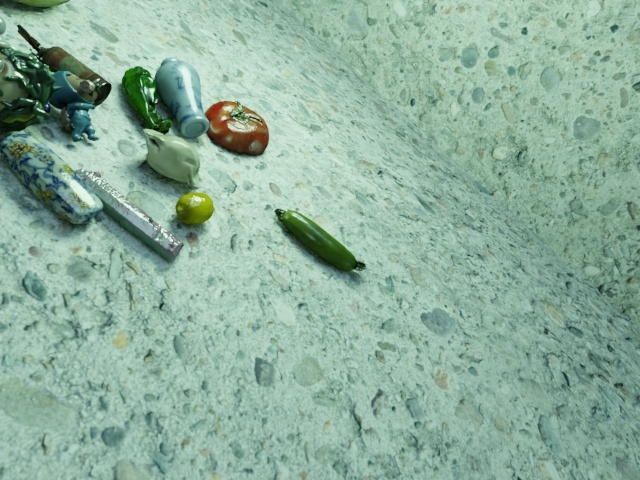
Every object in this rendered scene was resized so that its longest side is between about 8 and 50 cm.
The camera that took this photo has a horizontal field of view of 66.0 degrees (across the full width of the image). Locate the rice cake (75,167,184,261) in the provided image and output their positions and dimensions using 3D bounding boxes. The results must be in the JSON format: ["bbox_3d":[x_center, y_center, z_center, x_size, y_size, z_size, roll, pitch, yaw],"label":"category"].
[{"bbox_3d":[-0.430,-0.065,1.123,0.290,0.051,0.081,39,35,0],"label":"rice cake"}]

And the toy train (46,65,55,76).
[{"bbox_3d":[-0.739,-0.409,1.213,0.171,0.071,0.111,3,41,-41],"label":"toy train"}]

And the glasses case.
[{"bbox_3d":[-0.576,-0.134,1.052,0.248,0.065,0.087,43,37,3],"label":"glasses case"}]

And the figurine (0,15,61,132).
[{"bbox_3d":[-0.748,-0.361,1.012,0.382,0.261,0.186,23,14,-37],"label":"figurine"}]

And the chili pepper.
[{"bbox_3d":[-0.505,-0.406,1.417,0.099,0.083,0.253,4,50,-53],"label":"chili pepper"}]

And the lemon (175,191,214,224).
[{"bbox_3d":[-0.314,-0.079,1.221,0.082,0.082,0.111,46,35,9],"label":"lemon"}]

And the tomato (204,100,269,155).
[{"bbox_3d":[-0.263,-0.377,1.591,0.228,0.101,0.228,22,40,-20],"label":"tomato"}]

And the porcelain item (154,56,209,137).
[{"bbox_3d":[-0.417,-0.437,1.487,0.141,0.141,0.259,-3,61,-44],"label":"porcelain item"}]

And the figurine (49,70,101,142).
[{"bbox_3d":[-0.586,-0.335,1.207,0.114,0.145,0.178,-21,92,-75],"label":"figurine"}]

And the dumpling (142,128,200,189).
[{"bbox_3d":[-0.384,-0.217,1.293,0.199,0.118,0.136,53,0,-17],"label":"dumpling"}]

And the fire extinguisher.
[{"bbox_3d":[-0.680,-0.474,1.305,0.252,0.106,0.075,37,54,-4],"label":"fire extinguisher"}]

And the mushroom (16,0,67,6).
[{"bbox_3d":[-0.857,-0.838,1.418,0.352,0.260,0.352,20,39,-17],"label":"mushroom"}]

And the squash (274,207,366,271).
[{"bbox_3d":[0.000,0.002,1.427,0.318,0.071,0.080,35,34,-6],"label":"squash"}]
